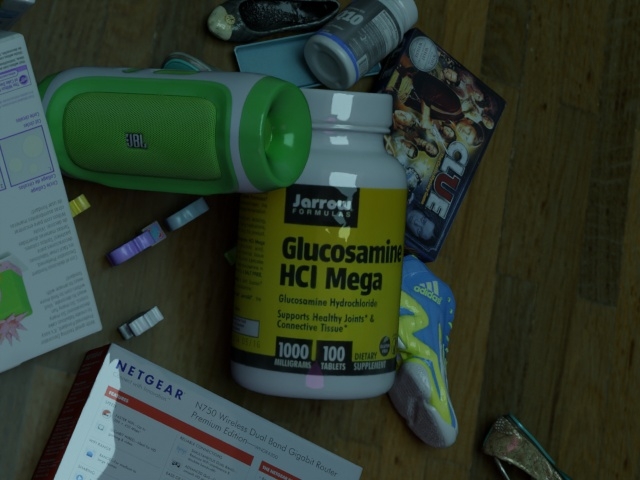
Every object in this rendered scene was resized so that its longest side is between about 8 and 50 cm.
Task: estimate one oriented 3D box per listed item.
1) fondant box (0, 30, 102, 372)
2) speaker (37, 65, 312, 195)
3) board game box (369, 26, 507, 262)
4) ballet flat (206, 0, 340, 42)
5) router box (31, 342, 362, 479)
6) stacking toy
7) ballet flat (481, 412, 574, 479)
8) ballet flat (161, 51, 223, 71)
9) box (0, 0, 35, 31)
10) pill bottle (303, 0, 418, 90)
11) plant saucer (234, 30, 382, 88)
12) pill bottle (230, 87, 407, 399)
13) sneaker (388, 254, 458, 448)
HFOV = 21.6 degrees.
[{"bbox_3d":[-0.382,-0.023,1.711,0.238,0.096,0.330,-22,109,-29],"label":"fondant box"},{"bbox_3d":[-0.163,-0.119,1.782,0.131,0.297,0.131,-17,109,-60],"label":"speaker"},{"bbox_3d":[0.118,-0.116,2.063,0.165,0.042,0.243,36,66,-24],"label":"board game box"},{"bbox_3d":[-0.057,-0.274,2.009,0.173,0.049,0.057,-14,86,-29],"label":"ballet flat"},{"bbox_3d":[-0.153,0.319,1.823,0.335,0.082,0.301,30,68,-19],"label":"router box"},{"bbox_3d":[-0.182,-0.012,1.892,0.221,0.052,0.167,-36,97,-29],"label":"stacking toy"},{"bbox_3d":[0.275,0.299,2.068,0.206,0.073,0.067,44,91,-10],"label":"ballet flat"},{"bbox_3d":[-0.101,-0.146,1.962,0.213,0.072,0.068,46,36,-13],"label":"ballet flat"},{"bbox_3d":[-0.414,-0.304,1.795,0.203,0.114,0.103,8,76,-25],"label":"box"},{"bbox_3d":[0.051,-0.249,2.024,0.137,0.078,0.078,-43,101,-28],"label":"pill bottle"},{"bbox_3d":[-0.016,-0.217,2.038,0.192,0.018,0.067,-14,87,-30],"label":"plant saucer"},{"bbox_3d":[0.000,0.000,1.865,0.188,0.188,0.334,1,95,-27],"label":"pill bottle"},{"bbox_3d":[0.130,0.122,2.005,0.126,0.091,0.240,-26,92,-30],"label":"sneaker"}]
